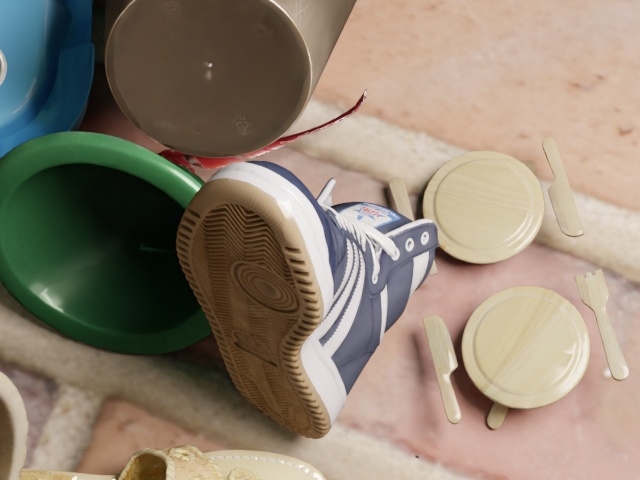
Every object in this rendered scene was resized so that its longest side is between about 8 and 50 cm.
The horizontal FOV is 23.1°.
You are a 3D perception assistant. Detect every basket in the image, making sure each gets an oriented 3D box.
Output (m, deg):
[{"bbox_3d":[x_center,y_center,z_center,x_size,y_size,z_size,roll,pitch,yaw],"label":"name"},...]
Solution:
[{"bbox_3d":[-0.062,-0.168,1.030,0.204,0.154,0.227,12,36,-4],"label":"basket"}]

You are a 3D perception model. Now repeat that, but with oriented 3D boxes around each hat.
[{"bbox_3d":[-0.110,-0.038,1.094,0.208,0.173,0.183,24,37,-3],"label":"hat"}]

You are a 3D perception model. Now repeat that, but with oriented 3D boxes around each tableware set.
[{"bbox_3d":[0.130,0.029,1.098,0.128,0.039,0.194,-15,68,3],"label":"tableware set"}]

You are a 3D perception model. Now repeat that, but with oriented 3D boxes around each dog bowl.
[{"bbox_3d":[-0.233,-0.179,1.101,0.166,0.074,0.297,0,78,1],"label":"dog bowl"}]

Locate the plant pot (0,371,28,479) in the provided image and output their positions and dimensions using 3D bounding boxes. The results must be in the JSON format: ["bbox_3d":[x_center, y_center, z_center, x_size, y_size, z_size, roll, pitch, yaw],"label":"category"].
[{"bbox_3d":[-0.396,0.123,0.901,0.305,0.334,0.334,35,72,19],"label":"plant pot"}]

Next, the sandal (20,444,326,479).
[{"bbox_3d":[-0.109,0.174,1.008,0.240,0.079,0.088,-1,72,-5],"label":"sandal"}]

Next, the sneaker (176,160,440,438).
[{"bbox_3d":[0.000,0.000,0.978,0.099,0.282,0.153,26,64,19],"label":"sneaker"}]

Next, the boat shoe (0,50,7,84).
[{"bbox_3d":[-0.248,-0.122,1.007,0.095,0.079,0.255,12,79,-10],"label":"boat shoe"}]
